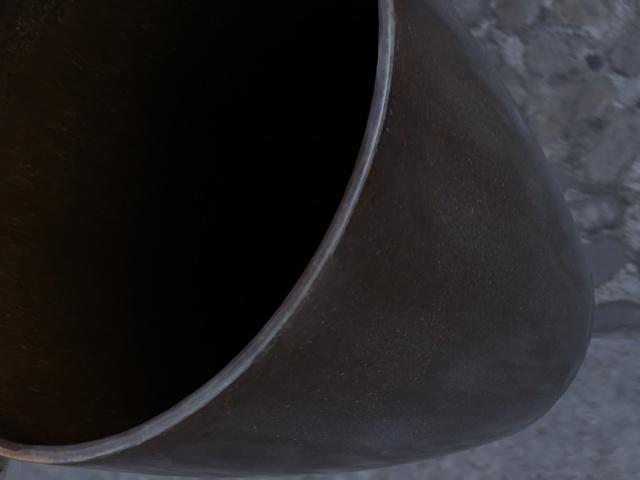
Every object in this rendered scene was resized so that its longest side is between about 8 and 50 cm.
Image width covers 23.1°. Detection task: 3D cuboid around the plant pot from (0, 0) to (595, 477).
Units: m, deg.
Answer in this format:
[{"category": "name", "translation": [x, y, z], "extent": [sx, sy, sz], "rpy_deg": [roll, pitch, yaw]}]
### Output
[{"category": "plant pot", "translation": [0.000, 0.000, 0.579], "extent": [0.215, 0.230, 0.215], "rpy_deg": [-16, 62, 33]}]

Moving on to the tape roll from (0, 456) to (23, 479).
[{"category": "tape roll", "translation": [-0.206, 0.040, 0.949], "extent": [0.072, 0.392, 0.392], "rpy_deg": [10, 89, -5]}]
